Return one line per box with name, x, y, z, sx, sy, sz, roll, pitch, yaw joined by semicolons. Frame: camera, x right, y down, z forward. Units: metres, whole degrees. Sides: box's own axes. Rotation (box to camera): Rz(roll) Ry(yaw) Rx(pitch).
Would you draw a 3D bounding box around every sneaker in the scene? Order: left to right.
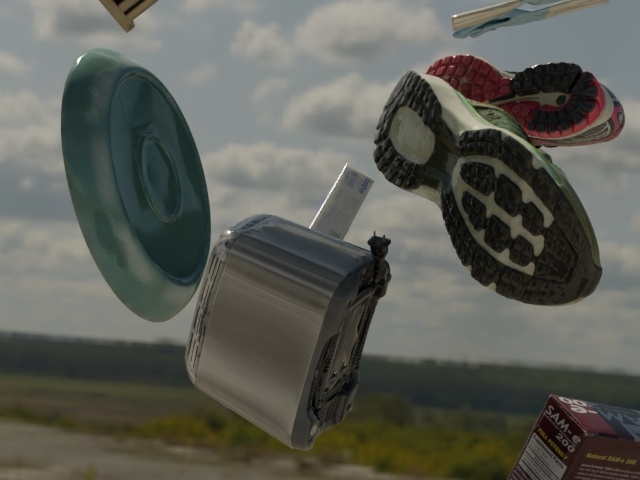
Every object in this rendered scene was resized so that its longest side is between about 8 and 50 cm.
sneaker;0.242;-0.160;2.209;0.299;0.121;0.112;10;-9;40
sneaker;0.221;-0.064;1.905;0.182;0.158;0.410;6;28;-29

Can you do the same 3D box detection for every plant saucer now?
plant saucer;-0.194;-0.067;1.950;0.043;0.318;0.317;-13;-9;18

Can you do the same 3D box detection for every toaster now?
toaster;-0.032;0.073;1.627;0.146;0.227;0.129;23;27;17

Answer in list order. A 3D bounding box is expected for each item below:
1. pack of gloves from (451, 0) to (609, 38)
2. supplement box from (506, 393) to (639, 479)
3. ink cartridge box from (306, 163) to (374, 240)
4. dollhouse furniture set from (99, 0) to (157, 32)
pack of gloves;0.287;-0.333;2.381;0.232;0.046;0.195;-14;-2;3
supplement box;0.228;0.269;1.631;0.130;0.239;0.073;13;21;-33
ink cartridge box;0.000;0.000;2.143;0.046;0.097;0.207;32;38;-2
dollhouse furniture set;-0.193;-0.323;1.750;0.129;0.129;0.184;50;8;-26
